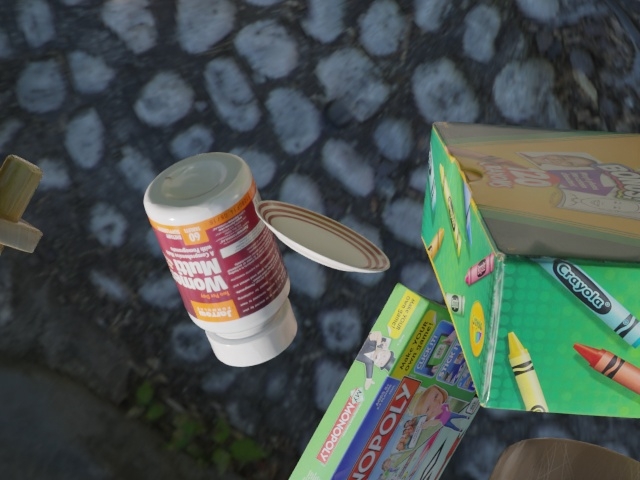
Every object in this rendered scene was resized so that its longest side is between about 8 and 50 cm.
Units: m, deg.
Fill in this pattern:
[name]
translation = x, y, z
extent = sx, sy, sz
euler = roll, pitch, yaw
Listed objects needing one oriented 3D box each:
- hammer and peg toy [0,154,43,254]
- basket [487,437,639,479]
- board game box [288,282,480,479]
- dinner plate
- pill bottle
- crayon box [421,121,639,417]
[hammer and peg toy]
translation = -0.445, -0.096, 1.297
extent = 0.361, 0.266, 0.127
euler = 29, 91, 25
[basket]
translation = 0.128, 0.243, 0.856
extent = 0.154, 0.227, 0.204
euler = 2, 143, 34
[board game box]
translation = 0.066, 0.212, 1.510
extent = 0.046, 0.213, 0.317
euler = 31, 94, 33
[dinner plate]
translation = 0.000, 0.000, 1.410
extent = 0.141, 0.141, 0.017
euler = 27, 105, 2
[pill bottle]
translation = -0.103, 0.024, 1.613
extent = 0.121, 0.121, 0.221
euler = -12, 123, 11
[crayon box]
translation = 0.153, 0.007, 0.804
extent = 0.165, 0.278, 0.081
euler = 3, 107, -4
